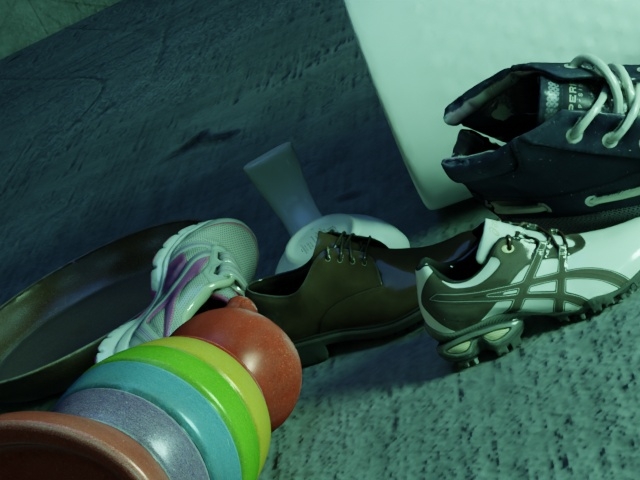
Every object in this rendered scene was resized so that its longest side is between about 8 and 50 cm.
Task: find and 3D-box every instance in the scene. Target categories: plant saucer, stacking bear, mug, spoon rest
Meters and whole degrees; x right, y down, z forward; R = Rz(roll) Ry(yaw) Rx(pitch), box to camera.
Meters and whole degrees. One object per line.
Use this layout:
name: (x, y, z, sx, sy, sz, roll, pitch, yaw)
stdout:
plant saucer: (-0.236, 0.078, 1.851, 0.310, 0.050, 0.310, -25, 19, 9)
stacking bear: (-0.110, 0.141, 1.342, 0.164, 0.175, 0.289, -19, 12, 31)
mug: (0.199, -0.237, 1.683, 0.328, 0.276, 0.374, -21, 32, 7)
spoon rest: (0.000, 0.000, 1.709, 0.137, 0.084, 0.276, -29, 31, -1)

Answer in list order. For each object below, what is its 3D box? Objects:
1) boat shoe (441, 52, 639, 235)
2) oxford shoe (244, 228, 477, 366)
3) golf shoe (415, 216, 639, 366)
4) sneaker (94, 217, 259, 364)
boat shoe: (0.248, -0.086, 1.367, 0.340, 0.158, 0.127, -22, 54, 37)
oxford shoe: (0.037, 0.031, 1.511, 0.227, 0.096, 0.083, -21, 17, 16)
golf shoe: (0.165, 0.017, 1.369, 0.198, 0.094, 0.077, -26, 17, 1)
sneaker: (-0.098, 0.064, 1.626, 0.111, 0.103, 0.252, -15, 30, 30)
